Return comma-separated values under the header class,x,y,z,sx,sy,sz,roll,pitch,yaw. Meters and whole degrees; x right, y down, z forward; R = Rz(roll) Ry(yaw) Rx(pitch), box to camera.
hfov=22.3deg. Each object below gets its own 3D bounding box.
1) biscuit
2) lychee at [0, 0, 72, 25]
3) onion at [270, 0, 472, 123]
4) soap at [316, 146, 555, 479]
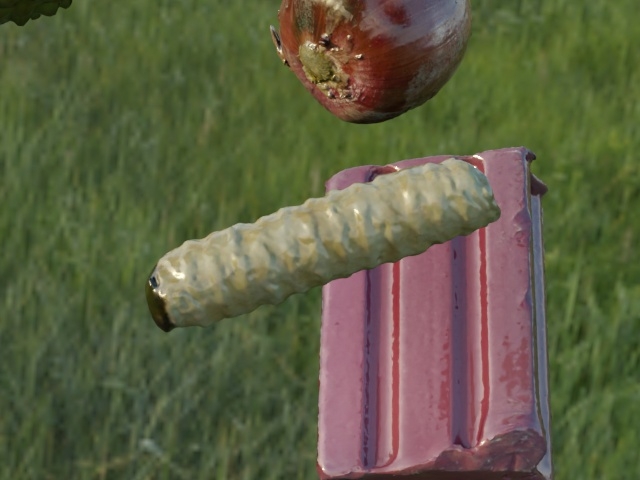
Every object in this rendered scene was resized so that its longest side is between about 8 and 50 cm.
class,x,y,z,sx,sy,sz,roll,pitch,yaw
biscuit,0.000,0.000,0.979,0.219,0.055,0.061,-18,16,1
lychee,-0.189,-0.283,0.989,0.270,0.319,0.270,-2,-22,-1
onion,0.063,-0.188,1.339,0.195,0.159,0.159,-36,40,-24
soap,0.123,0.090,1.700,0.233,0.359,0.128,-7,-29,16
